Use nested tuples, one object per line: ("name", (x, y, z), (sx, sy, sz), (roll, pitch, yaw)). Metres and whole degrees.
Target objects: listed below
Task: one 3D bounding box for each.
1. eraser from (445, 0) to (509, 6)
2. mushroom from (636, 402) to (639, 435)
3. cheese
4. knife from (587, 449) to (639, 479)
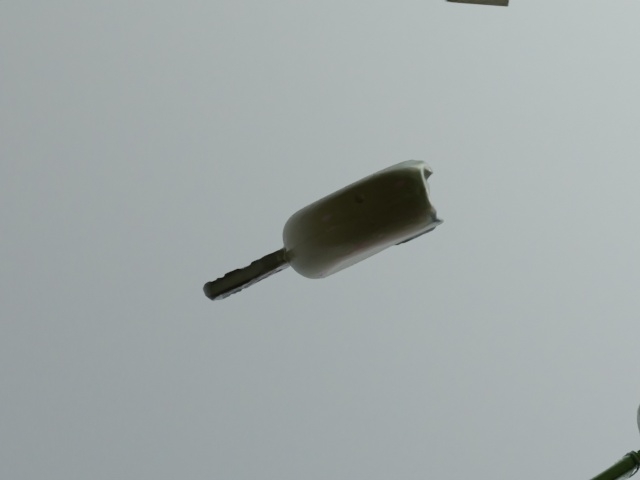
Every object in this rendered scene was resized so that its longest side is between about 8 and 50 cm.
("eraser", (0.197, -0.425, 1.201), (0.076, 0.298, 0.078), (6, -165, 4))
("mushroom", (0.401, 0.260, 1.004), (0.159, 0.329, 0.122), (27, -117, 38))
("cheese", (0.004, -0.001, 0.688), (0.092, 0.171, 0.048), (-12, -103, -58))
("knife", (0.241, 0.191, 0.847), (0.293, 0.043, 0.020), (-35, -115, 6))
